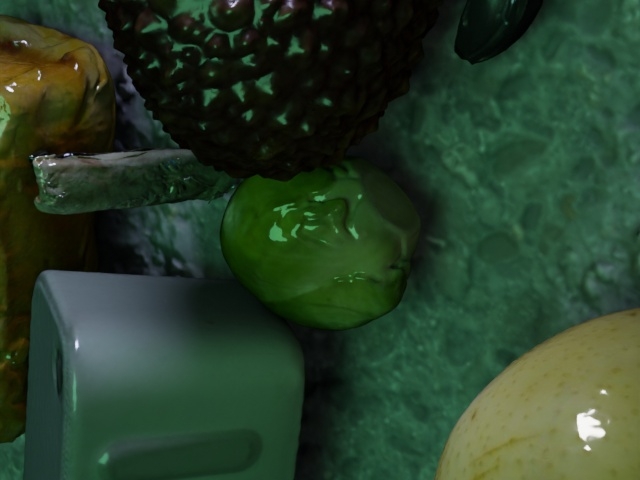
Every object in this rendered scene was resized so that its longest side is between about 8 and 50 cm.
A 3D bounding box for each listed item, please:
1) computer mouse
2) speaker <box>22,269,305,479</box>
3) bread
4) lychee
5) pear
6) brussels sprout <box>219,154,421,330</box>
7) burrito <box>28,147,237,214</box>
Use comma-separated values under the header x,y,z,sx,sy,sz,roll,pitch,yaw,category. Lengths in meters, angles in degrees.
x,y,z,sx,sy,sz,roll,pitch,yaw,category
0.131,-0.177,0.920,0.047,0.079,0.135,22,117,8,computer mouse
-0.136,0.229,1.095,0.183,0.184,0.406,-135,48,-60,speaker
-0.270,-0.011,1.160,0.195,0.148,0.344,24,116,34,bread
-0.021,-0.185,0.919,0.271,0.271,0.271,9,108,28,lychee
0.212,0.197,0.849,0.309,0.309,0.309,9,108,28,pear
0.000,-0.003,1.015,0.155,0.117,0.155,6,131,7,brussels sprout
-0.145,-0.049,1.078,0.042,0.171,0.051,48,135,46,burrito
